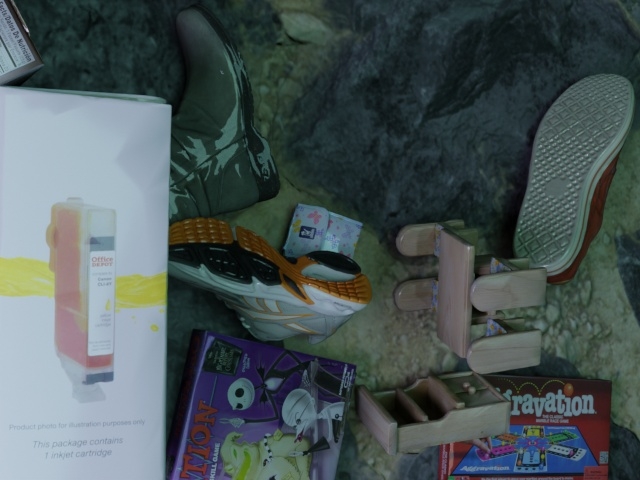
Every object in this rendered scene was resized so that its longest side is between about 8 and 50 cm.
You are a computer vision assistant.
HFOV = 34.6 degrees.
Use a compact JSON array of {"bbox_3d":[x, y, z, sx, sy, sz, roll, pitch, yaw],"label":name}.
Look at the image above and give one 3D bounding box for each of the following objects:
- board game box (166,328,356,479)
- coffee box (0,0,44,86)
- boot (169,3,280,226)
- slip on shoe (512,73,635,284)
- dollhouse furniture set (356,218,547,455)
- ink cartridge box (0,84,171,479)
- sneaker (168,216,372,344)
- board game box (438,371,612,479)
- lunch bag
[{"bbox_3d":[-0.085,0.292,1.182,0.208,0.056,0.347,15,81,-24],"label":"board game box"},{"bbox_3d":[-0.392,-0.138,0.919,0.246,0.141,0.098,-32,103,-28],"label":"coffee box"},{"bbox_3d":[-0.154,-0.129,1.142,0.161,0.083,0.246,-22,98,-22],"label":"boot"},{"bbox_3d":[0.351,-0.087,1.416,0.101,0.123,0.331,50,56,-54],"label":"slip on shoe"},{"bbox_3d":[0.138,0.113,1.223,0.161,0.212,0.242,-6,109,-18],"label":"dollhouse furniture set"},{"bbox_3d":[-0.260,0.069,0.960,0.160,0.279,0.384,3,86,-28],"label":"ink cartridge box"},{"bbox_3d":[-0.076,0.063,1.157,0.262,0.121,0.099,17,36,-25],"label":"sneaker"},{"bbox_3d":[0.285,0.257,1.401,0.281,0.027,0.145,6,84,-29],"label":"board game box"},{"bbox_3d":[0.000,0.000,1.237,0.083,0.053,0.071,21,77,-18],"label":"lunch bag"}]
